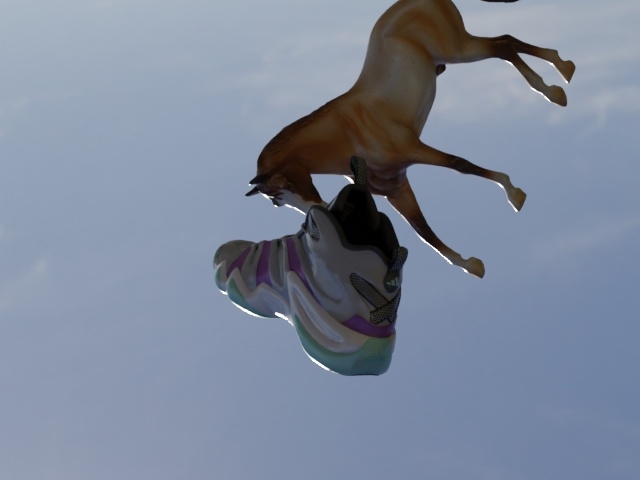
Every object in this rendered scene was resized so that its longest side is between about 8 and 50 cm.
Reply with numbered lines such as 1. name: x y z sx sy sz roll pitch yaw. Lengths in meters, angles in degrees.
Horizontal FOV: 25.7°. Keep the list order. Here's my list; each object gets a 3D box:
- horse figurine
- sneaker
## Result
1. horse figurine: 0.078 -0.100 0.976 0.174 0.263 0.066 27 164 -1
2. sneaker: 0.000 0.000 0.509 0.038 0.069 0.098 2 -160 -42
